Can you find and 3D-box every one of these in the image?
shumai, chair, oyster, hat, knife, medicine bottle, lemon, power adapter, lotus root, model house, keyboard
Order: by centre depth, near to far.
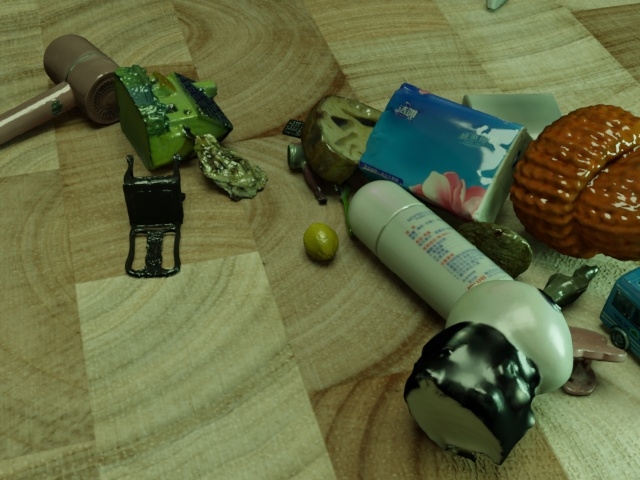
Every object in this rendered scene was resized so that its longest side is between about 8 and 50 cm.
[{"bbox_3d":[0.552,-0.048,1.555,0.285,0.285,0.400,-25,48,-26],"label":"hat"},{"bbox_3d":[0.179,0.016,1.570,0.130,0.130,0.341,-27,52,-27],"label":"medicine bottle"},{"bbox_3d":[0.307,0.007,1.599,0.139,0.123,0.105,-3,34,9],"label":"shumai"},{"bbox_3d":[0.000,0.000,1.629,0.065,0.065,0.092,-10,45,-13],"label":"lemon"},{"bbox_3d":[-0.307,-0.050,1.636,0.106,0.113,0.229,-4,41,-4],"label":"chair"},{"bbox_3d":[0.052,-0.072,1.734,0.026,0.022,0.184,-22,42,13],"label":"knife"},{"bbox_3d":[-0.186,-0.144,1.760,0.166,0.053,0.108,28,60,-3],"label":"oyster"},{"bbox_3d":[0.050,-0.216,1.795,0.170,0.074,0.260,35,41,-3],"label":"lotus root"},{"bbox_3d":[-0.291,-0.269,1.819,0.211,0.170,0.194,-18,46,-21],"label":"model house"},{"bbox_3d":[0.363,-0.212,1.824,0.255,0.124,0.187,-3,43,-4],"label":"power adapter"},{"bbox_3d":[-0.003,-0.228,1.902,0.155,0.010,0.053,15,47,12],"label":"keyboard"}]

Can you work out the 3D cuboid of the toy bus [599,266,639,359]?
[{"bbox_3d":[0.582,0.156,1.441,0.114,0.134,0.246,-20,47,-21],"label":"toy bus"}]

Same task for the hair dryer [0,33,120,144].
[{"bbox_3d":[-0.594,-0.299,1.884,0.352,0.125,0.210,-33,53,-23],"label":"hair dryer"}]

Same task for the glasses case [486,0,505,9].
[{"bbox_3d":[0.486,-0.678,2.346,0.049,0.076,0.197,23,48,18],"label":"glasses case"}]

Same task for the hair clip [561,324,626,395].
[{"bbox_3d":[0.423,0.170,1.442,0.123,0.102,0.138,10,44,4],"label":"hair clip"}]

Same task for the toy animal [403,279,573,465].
[{"bbox_3d":[0.259,0.192,1.335,0.213,0.212,0.267,31,54,26],"label":"toy animal"}]

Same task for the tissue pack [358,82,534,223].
[{"bbox_3d":[0.234,-0.165,1.674,0.270,0.137,0.209,27,82,29],"label":"tissue pack"}]

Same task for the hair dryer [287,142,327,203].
[{"bbox_3d":[-0.008,-0.133,1.786,0.106,0.054,0.154,0,54,-12],"label":"hair dryer"}]

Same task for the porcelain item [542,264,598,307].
[{"bbox_3d":[0.412,0.094,1.535,0.216,0.081,0.069,-30,60,-29],"label":"porcelain item"}]
